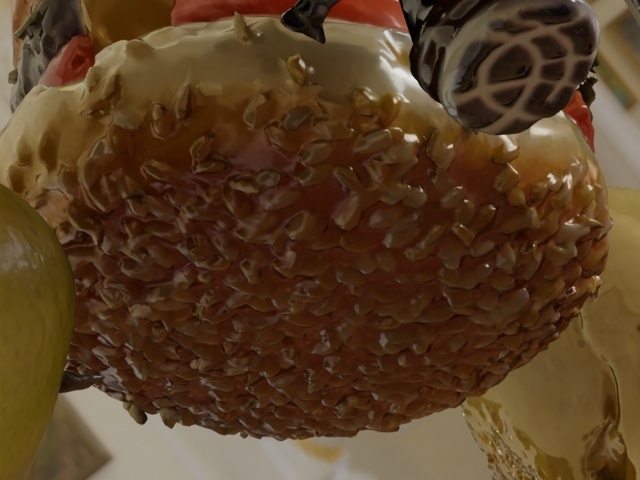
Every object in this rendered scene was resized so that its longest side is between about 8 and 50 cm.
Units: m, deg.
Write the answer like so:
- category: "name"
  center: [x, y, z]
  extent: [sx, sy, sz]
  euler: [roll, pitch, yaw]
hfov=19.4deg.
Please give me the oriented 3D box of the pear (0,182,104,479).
- category: "pear"
  center: [-0.178, 0.046, 0.721]
  extent: [0.178, 0.267, 0.267]
  euler: [-30, -5, -27]

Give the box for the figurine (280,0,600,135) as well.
- category: "figurine"
  center: [0.065, -0.222, 0.673]
  extent: [0.196, 0.320, 0.323]
  euler: [-48, -1, -43]

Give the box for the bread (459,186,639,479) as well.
- category: "bread"
  center: [0.280, 0.174, 1.315]
  extent: [0.250, 0.361, 0.394]
  euler: [-46, 38, 6]

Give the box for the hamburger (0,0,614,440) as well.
- category: "hamburger"
  center: [-0.012, -0.047, 0.971]
  extent: [0.330, 0.330, 0.250]
  euler: [-40, 36, 40]

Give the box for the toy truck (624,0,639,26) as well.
- category: "toy truck"
  center: [0.240, -0.118, 1.152]
  extent: [0.065, 0.147, 0.079]
  euler: [-30, -14, 6]
